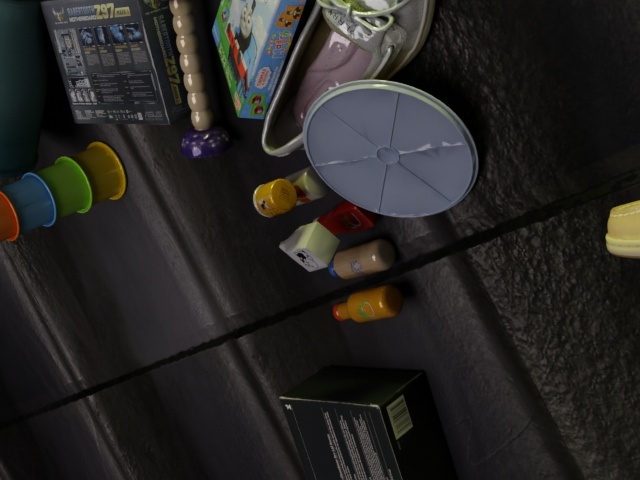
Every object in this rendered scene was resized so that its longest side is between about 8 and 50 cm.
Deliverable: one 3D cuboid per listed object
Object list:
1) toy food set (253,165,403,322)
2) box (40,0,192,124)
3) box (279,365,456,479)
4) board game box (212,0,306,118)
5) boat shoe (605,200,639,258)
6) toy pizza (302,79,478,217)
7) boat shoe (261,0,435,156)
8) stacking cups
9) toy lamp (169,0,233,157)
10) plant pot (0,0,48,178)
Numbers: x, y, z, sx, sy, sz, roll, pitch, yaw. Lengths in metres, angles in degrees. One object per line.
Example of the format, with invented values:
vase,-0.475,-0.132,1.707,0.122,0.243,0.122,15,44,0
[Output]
toy food set,0.000,0.000,1.459,0.232,0.111,0.104,40,147,-25
box,-0.278,-0.254,1.651,0.233,0.059,0.183,5,116,45
box,0.076,0.304,1.577,0.184,0.103,0.261,-4,110,44
board game box,-0.069,-0.272,1.387,0.211,0.039,0.160,115,147,-43
boat shoe,0.390,-0.071,1.032,0.341,0.122,0.110,-21,92,39
toy pizza,0.079,-0.104,1.341,0.201,0.032,0.201,13,139,11
boat shoe,0.025,-0.211,1.327,0.118,0.103,0.320,49,139,13
stacking cups,-0.426,-0.051,1.723,0.096,0.316,0.096,22,125,35
toy lamp,-0.166,-0.245,1.530,0.080,0.080,0.274,16,126,40
plant pot,-0.516,-0.260,1.742,0.272,0.272,0.255,32,114,30
